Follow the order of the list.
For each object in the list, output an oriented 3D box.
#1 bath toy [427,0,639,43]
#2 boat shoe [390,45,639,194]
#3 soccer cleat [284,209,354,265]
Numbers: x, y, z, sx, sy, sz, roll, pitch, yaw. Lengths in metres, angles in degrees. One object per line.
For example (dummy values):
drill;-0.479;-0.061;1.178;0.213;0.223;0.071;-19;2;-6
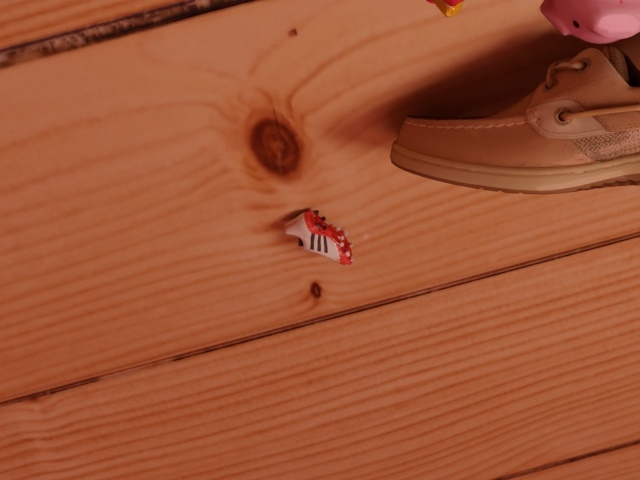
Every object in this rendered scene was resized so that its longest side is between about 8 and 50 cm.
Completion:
bath toy;0.210;-0.190;1.297;0.348;0.151;0.129;4;145;-5
boat shoe;0.222;-0.099;1.508;0.341;0.110;0.121;0;-171;14
soccer cleat;0.000;0.000;1.666;0.036;0.029;0.083;-20;146;23
